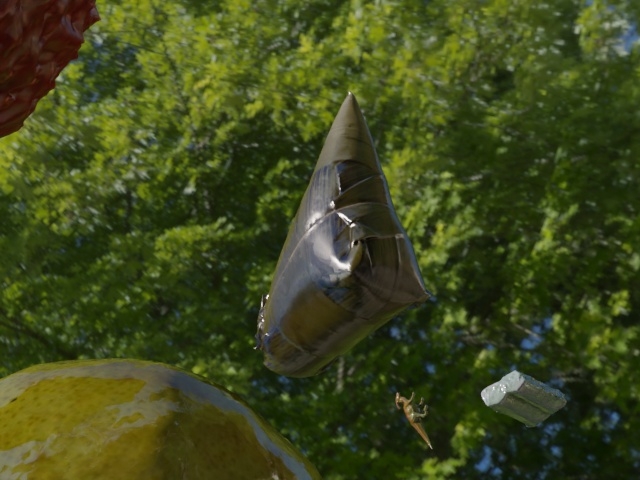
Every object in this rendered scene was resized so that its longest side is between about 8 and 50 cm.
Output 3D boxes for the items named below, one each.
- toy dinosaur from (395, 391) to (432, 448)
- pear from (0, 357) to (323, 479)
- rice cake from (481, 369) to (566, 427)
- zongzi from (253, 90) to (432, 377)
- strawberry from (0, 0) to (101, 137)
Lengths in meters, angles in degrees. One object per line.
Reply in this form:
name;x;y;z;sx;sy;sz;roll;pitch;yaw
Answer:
toy dinosaur;0.157;0.279;1.508;0.041;0.113;0.026;-47;-35;11
pear;-0.146;0.226;0.570;0.304;0.304;0.304;-11;-69;-28
rice cake;0.356;0.275;1.643;0.085;0.040;0.226;-41;-36;15
zongzi;0.000;0.000;1.235;0.145;0.300;0.274;10;-36;-33
strawberry;-0.253;-0.226;0.615;0.267;0.312;0.351;37;-94;-15
